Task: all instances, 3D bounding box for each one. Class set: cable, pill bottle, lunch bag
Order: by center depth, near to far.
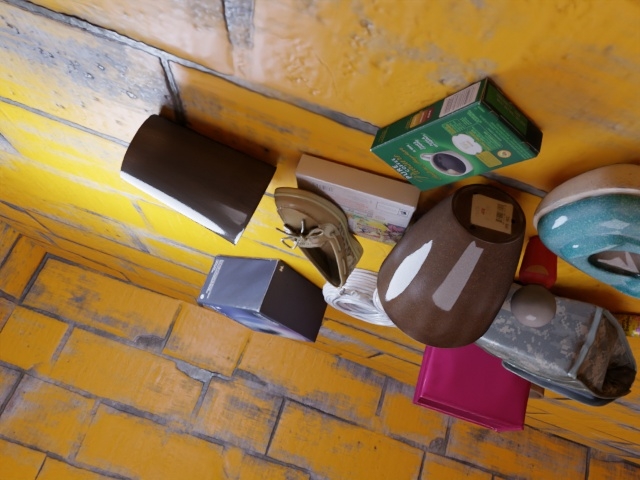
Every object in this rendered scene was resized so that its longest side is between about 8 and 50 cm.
[{"bbox_3d":[0.606,0.169,0.928,0.083,0.043,0.043,0,152,42],"label":"pill bottle"},{"bbox_3d":[0.485,0.220,0.955,0.287,0.169,0.235,34,170,-36],"label":"lunch bag"},{"bbox_3d":[0.132,0.163,1.284,0.257,0.089,0.257,26,160,-18],"label":"cable"}]

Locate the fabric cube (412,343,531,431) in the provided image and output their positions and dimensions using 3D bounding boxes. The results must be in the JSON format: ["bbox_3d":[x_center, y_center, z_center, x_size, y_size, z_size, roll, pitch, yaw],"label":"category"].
[{"bbox_3d":[0.412,0.348,1.256,0.254,0.258,0.259,14,159,11],"label":"fabric cube"}]

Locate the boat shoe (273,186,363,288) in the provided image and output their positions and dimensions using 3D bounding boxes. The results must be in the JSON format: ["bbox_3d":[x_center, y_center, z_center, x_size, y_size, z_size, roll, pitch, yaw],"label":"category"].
[{"bbox_3d":[0.000,0.000,0.849,0.104,0.089,0.285,7,157,34],"label":"boat shoe"}]

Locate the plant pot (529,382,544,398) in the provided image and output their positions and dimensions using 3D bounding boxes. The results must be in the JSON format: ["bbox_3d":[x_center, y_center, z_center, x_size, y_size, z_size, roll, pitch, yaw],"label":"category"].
[{"bbox_3d":[0.594,0.418,1.481,0.237,0.110,0.237,18,159,7],"label":"plant pot"}]

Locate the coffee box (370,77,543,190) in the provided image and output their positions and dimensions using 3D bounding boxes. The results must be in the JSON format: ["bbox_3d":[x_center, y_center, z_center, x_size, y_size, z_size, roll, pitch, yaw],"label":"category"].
[{"bbox_3d":[0.163,-0.124,0.585,0.113,0.040,0.184,30,157,-25],"label":"coffee box"}]

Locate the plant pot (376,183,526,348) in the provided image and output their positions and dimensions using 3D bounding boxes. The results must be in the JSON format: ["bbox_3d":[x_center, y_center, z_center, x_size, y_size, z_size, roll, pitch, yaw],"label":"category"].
[{"bbox_3d":[0.220,0.025,0.729,0.215,0.215,0.230,18,145,4],"label":"plant pot"}]

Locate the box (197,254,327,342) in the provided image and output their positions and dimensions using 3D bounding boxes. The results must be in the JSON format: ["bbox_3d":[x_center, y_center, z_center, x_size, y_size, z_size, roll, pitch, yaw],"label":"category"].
[{"bbox_3d":[-0.181,0.191,1.510,0.294,0.183,0.296,0,153,39],"label":"box"}]

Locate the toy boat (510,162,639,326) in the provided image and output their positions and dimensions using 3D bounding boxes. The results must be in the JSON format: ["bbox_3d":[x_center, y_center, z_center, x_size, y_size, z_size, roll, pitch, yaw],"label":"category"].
[{"bbox_3d":[0.385,0.034,0.632,0.267,0.148,0.318,22,159,-8],"label":"toy boat"}]

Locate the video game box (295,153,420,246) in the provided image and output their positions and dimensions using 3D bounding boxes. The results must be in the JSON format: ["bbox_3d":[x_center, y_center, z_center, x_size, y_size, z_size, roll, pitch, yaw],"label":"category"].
[{"bbox_3d":[0.062,-0.064,0.824,0.205,0.048,0.187,17,158,7],"label":"video game box"}]

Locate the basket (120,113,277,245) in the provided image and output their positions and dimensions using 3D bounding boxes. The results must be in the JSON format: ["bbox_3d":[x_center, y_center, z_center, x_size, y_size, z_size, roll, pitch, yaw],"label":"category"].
[{"bbox_3d":[-0.216,-0.112,0.817,0.227,0.154,0.204,28,157,-12],"label":"basket"}]

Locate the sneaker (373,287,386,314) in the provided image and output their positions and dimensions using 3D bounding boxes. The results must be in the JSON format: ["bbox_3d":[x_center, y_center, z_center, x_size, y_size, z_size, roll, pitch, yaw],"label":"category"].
[{"bbox_3d":[0.273,0.146,1.076,0.282,0.102,0.161,10,171,-5],"label":"sneaker"}]
